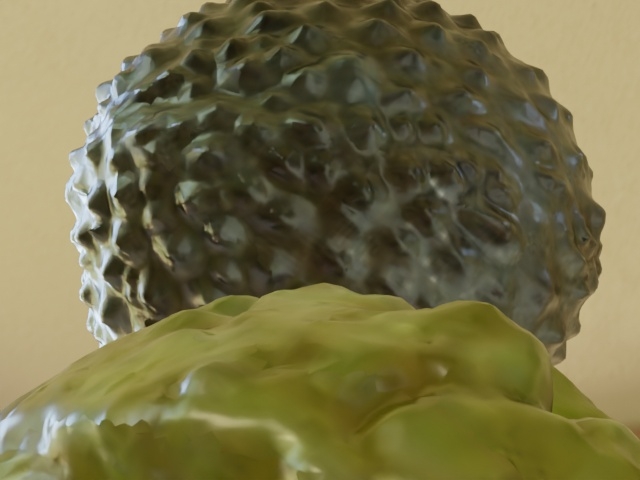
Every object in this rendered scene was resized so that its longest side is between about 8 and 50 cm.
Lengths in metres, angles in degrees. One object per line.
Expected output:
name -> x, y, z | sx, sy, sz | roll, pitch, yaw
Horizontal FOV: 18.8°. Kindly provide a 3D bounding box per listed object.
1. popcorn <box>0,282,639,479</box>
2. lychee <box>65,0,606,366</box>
popcorn -> -0.004, 0.116, 0.414 | 0.204, 0.184, 0.221 | 33, -52, 30
lychee -> 0.000, 0.000, 0.911 | 0.255, 0.255, 0.274 | -25, -41, 39
